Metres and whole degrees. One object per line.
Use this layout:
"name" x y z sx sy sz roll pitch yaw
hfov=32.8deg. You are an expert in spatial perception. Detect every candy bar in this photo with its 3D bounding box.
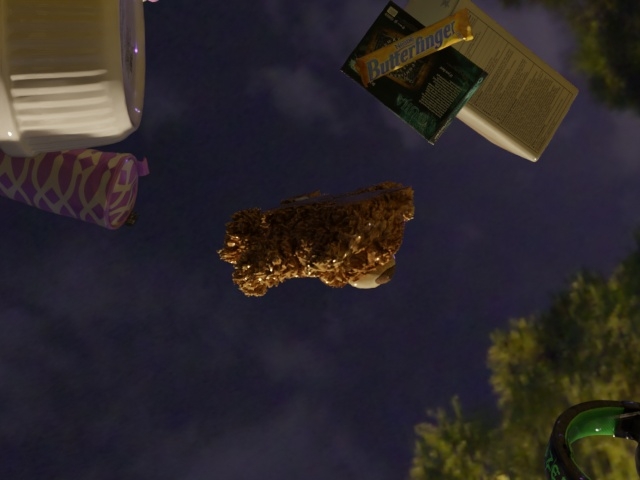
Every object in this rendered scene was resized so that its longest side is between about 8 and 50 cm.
"candy bar" 0.113 -0.235 1.329 0.161 0.018 0.040 -26 -63 -12

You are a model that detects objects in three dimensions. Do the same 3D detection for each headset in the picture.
"headset" 0.473 0.273 1.302 0.394 0.185 0.243 11 -153 -5

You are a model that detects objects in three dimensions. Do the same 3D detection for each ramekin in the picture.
"ramekin" -0.212 -0.174 0.918 0.109 0.207 0.207 -1 -114 -2

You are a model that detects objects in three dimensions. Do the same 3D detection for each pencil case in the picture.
"pencil case" -0.284 -0.079 1.122 0.206 0.086 0.088 18 -124 7

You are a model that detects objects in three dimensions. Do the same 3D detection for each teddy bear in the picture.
"teddy bear" 0.000 0.000 1.370 0.245 0.338 0.113 -23 -78 -42

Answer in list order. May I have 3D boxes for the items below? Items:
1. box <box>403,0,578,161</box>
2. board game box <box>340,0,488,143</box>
"box" 0.255 -0.265 1.742 0.311 0.121 0.148 30 -87 -37
"board game box" 0.130 -0.241 1.551 0.186 0.126 0.026 43 -167 24
